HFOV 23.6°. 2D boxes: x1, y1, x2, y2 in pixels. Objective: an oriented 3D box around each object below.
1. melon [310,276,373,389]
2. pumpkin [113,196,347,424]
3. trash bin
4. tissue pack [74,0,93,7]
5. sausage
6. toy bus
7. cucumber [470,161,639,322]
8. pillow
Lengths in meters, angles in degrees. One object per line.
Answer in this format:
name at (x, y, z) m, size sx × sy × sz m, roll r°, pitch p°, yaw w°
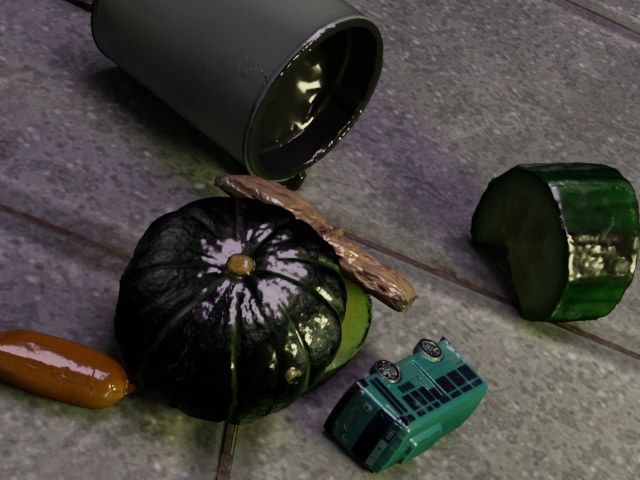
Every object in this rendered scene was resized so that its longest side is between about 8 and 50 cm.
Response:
melon at (-0.010, 0.072, 1.583) m, size 0.118 × 0.064 × 0.209 m, roll 25°, pitch 37°, yaw -9°
pumpkin at (-0.084, 0.063, 1.426) m, size 0.220 × 0.162 × 0.221 m, roll 6°, pitch 56°, yaw -9°
trash bin at (-0.094, -0.225, 1.726) m, size 0.262 × 0.277 × 0.217 m, roll 38°, pitch 33°, yaw 24°
tissue pack at (-0.343, -0.484, 1.976) m, size 0.288 × 0.124 × 0.394 m, roll 24°, pitch 36°, yaw -6°
sausage at (-0.253, 0.109, 1.364) m, size 0.183 × 0.054 × 0.062 m, roll 19°, pitch 4°, yaw -13°
toy bus at (0.087, 0.165, 1.521) m, size 0.092 × 0.079 × 0.160 m, roll 46°, pitch 36°, yaw 20°
cucumber at (0.284, -0.004, 1.795) m, size 0.130 × 0.191 × 0.191 m, roll -5°, pitch 47°, yaw -28°
pillow at (0.000, 0.000, 1.548) m, size 0.232 × 0.043 × 0.126 m, roll 35°, pitch 7°, yaw 10°
